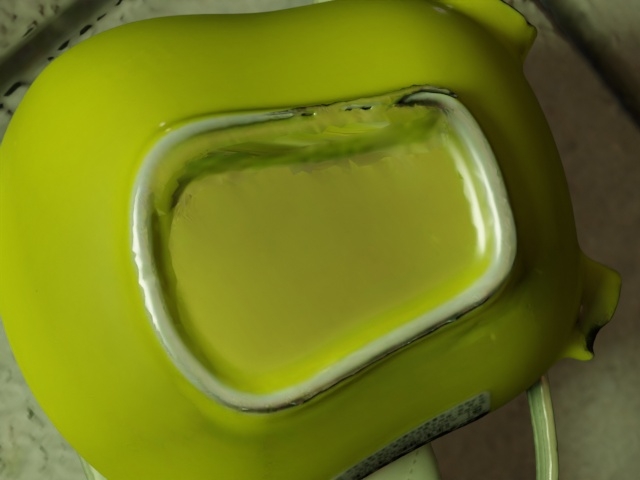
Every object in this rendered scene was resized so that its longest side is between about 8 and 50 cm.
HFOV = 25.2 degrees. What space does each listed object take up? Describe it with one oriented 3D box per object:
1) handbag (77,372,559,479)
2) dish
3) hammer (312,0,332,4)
[{"bbox_3d":[-0.002,0.077,0.661,0.219,0.079,0.256,-20,93,-4],"label":"handbag"},{"bbox_3d":[0.000,0.000,0.574,0.262,0.108,0.221,-17,92,-9],"label":"dish"},{"bbox_3d":[0.016,-0.109,0.715,0.202,0.113,0.305,1,93,-21],"label":"hammer"}]
